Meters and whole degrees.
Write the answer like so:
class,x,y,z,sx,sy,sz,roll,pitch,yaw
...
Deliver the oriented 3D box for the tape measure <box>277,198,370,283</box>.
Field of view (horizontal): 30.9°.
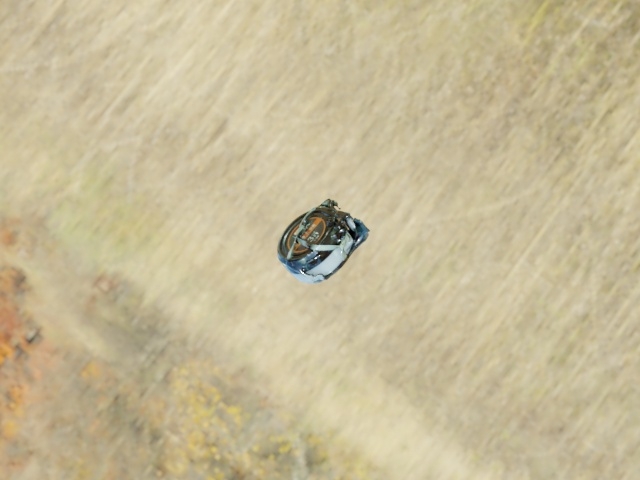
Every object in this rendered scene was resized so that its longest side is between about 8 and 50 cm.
class,x,y,z,sx,sy,sz,roll,pitch,yaw
tape measure,-0.002,0.001,1.274,0.054,0.094,0.091,48,175,-33
